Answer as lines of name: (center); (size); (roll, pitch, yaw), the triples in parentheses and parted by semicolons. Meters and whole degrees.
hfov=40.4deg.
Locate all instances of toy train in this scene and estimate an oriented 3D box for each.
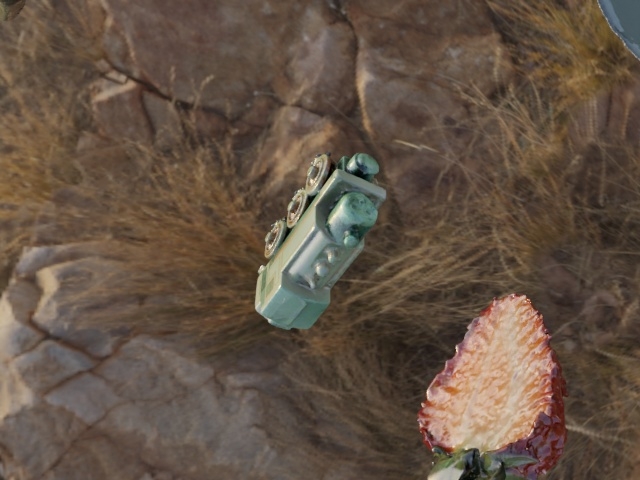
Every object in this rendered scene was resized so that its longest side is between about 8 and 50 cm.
toy train: (0.000, 0.000, 0.896); (0.194, 0.081, 0.125); (-53, 25, 38)

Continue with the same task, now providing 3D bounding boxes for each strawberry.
strawberry: (0.213, 0.196, 1.002); (0.188, 0.106, 0.286); (-16, 34, 42)

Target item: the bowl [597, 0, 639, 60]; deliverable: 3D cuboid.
bowl: (0.467, -0.318, 0.908); (0.337, 0.157, 0.337); (4, 97, 34)

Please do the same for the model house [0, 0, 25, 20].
model house: (-0.159, -0.297, 0.489); (0.278, 0.218, 0.205); (-46, 23, -9)
